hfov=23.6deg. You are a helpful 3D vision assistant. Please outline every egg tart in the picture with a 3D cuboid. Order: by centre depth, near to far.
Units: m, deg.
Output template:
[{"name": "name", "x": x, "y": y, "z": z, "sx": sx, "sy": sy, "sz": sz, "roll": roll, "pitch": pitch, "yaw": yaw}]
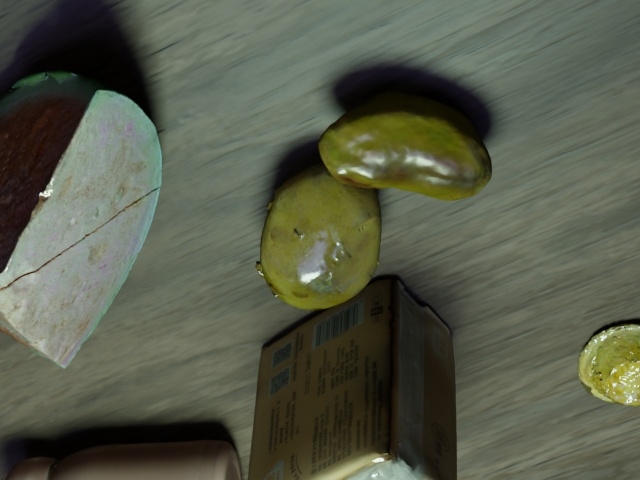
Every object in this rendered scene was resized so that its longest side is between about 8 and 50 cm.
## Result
[{"name": "egg tart", "x": 0.372, "y": 0.157, "z": 1.838, "sx": 0.128, "sy": 0.049, "sz": 0.129, "roll": 2, "pitch": 126, "yaw": 3}]

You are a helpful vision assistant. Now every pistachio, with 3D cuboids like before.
[{"name": "pistachio", "x": 0.091, "y": -0.102, "z": 1.629, "sx": 0.189, "sy": 0.100, "sz": 0.110, "roll": 7, "pitch": 107, "yaw": -7}]

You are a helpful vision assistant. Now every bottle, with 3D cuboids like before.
[{"name": "bottle", "x": -0.251, "y": 0.350, "z": 1.949, "sx": 0.296, "sy": 0.173, "sz": 0.206, "roll": -4, "pitch": 160, "yaw": 6}]

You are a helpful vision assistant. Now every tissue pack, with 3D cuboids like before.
[{"name": "tissue pack", "x": 0.060, "y": 0.239, "z": 1.755, "sx": 0.238, "sy": 0.306, "sz": 0.239, "roll": 1, "pitch": 126, "yaw": 2}]

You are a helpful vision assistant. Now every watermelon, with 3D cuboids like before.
[{"name": "watermelon", "x": -0.326, "y": -0.045, "z": 1.644, "sx": 0.222, "sy": 0.319, "sz": 0.292, "roll": 28, "pitch": 86, "yaw": 16}]

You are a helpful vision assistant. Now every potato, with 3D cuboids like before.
[{"name": "potato", "x": 0.000, "y": 0.000, "z": 1.693, "sx": 0.137, "sy": 0.137, "sz": 0.176, "roll": 8, "pitch": 125, "yaw": -3}]
